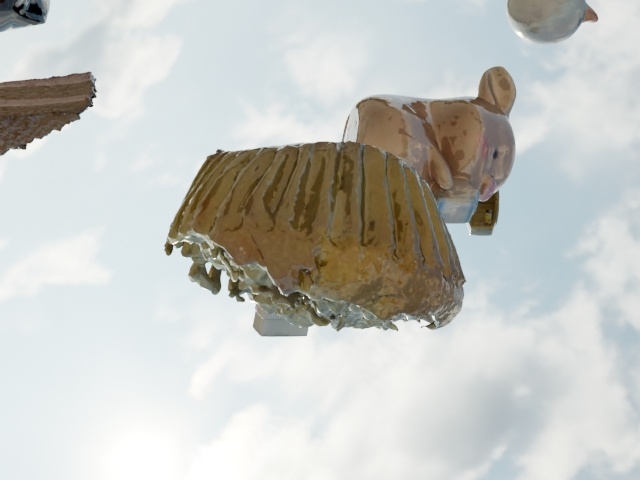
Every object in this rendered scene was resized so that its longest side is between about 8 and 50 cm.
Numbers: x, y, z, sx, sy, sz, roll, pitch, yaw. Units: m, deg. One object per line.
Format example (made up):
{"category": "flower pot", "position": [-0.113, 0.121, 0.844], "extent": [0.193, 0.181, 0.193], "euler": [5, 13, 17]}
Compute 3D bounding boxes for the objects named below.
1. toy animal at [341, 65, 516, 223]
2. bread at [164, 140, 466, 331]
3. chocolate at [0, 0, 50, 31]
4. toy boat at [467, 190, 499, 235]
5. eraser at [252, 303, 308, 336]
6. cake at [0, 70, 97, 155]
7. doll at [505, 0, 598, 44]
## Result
{"category": "toy animal", "position": [0.143, -0.112, 1.300], "extent": [0.213, 0.256, 0.195], "euler": [-102, -159, -46]}
{"category": "bread", "position": [0.000, 0.000, 0.864], "extent": [0.274, 0.274, 0.149], "euler": [1, -105, 49]}
{"category": "chocolate", "position": [-0.344, -0.322, 0.826], "extent": [0.186, 0.284, 0.283], "euler": [-53, -155, 37]}
{"category": "toy boat", "position": [0.270, -0.092, 1.655], "extent": [0.068, 0.088, 0.226], "euler": [2, -140, 6]}
{"category": "eraser", "position": [-0.053, 0.057, 1.704], "extent": [0.052, 0.096, 0.225], "euler": [38, -59, 59]}
{"category": "cake", "position": [-0.466, -0.188, 1.415], "extent": [0.295, 0.112, 0.116], "euler": [-13, -139, 10]}
{"category": "doll", "position": [0.370, -0.449, 1.662], "extent": [0.221, 0.251, 0.221], "euler": [-61, -176, 8]}
